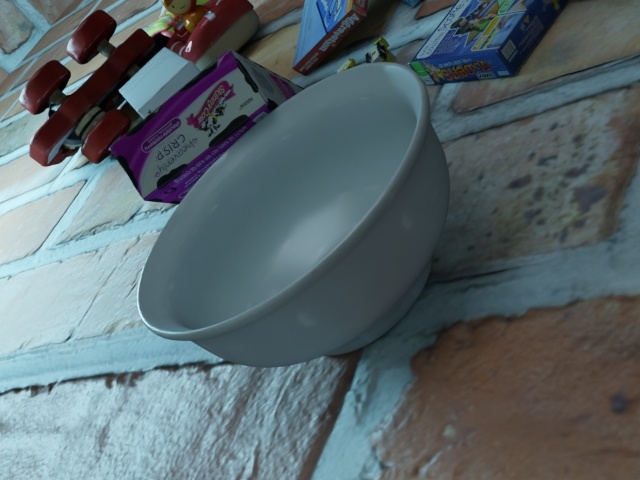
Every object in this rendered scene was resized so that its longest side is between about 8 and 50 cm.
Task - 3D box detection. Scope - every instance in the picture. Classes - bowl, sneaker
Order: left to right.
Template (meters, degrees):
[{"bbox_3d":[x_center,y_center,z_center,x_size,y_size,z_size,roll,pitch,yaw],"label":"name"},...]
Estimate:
[{"bbox_3d":[-0.282,-0.415,1.806,0.208,0.081,0.094,-49,34,3],"label":"sneaker"},{"bbox_3d":[0.000,0.000,0.774,0.297,0.134,0.298,-33,29,21],"label":"bowl"}]

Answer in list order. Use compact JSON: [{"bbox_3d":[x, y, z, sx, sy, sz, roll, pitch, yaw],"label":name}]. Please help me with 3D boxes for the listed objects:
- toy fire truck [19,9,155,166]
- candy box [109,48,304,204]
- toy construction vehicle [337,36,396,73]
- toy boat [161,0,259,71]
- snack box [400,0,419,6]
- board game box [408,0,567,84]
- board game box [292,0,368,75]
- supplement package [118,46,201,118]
[{"bbox_3d":[-0.404,-0.243,1.659,0.302,0.169,0.254,-54,5,-21],"label":"toy fire truck"},{"bbox_3d":[-0.094,-0.107,0.985,0.159,0.071,0.233,-36,-9,14],"label":"candy box"},{"bbox_3d":[0.052,-0.194,1.095,0.086,0.035,0.098,-44,23,22],"label":"toy construction vehicle"},{"bbox_3d":[-0.205,-0.371,1.548,0.151,0.151,0.231,-46,27,-5],"label":"toy boat"},{"bbox_3d":[0.128,-0.434,1.294,0.187,0.060,0.322,-43,28,4],"label":"snack box"},{"bbox_3d":[0.196,-0.249,0.971,0.201,0.035,0.136,-53,29,-18],"label":"board game box"},{"bbox_3d":[0.026,-0.372,1.273,0.145,0.027,0.281,-37,37,49],"label":"board game box"},{"bbox_3d":[-0.216,-0.207,1.383,0.105,0.105,0.179,-43,27,-2],"label":"supplement package"}]
